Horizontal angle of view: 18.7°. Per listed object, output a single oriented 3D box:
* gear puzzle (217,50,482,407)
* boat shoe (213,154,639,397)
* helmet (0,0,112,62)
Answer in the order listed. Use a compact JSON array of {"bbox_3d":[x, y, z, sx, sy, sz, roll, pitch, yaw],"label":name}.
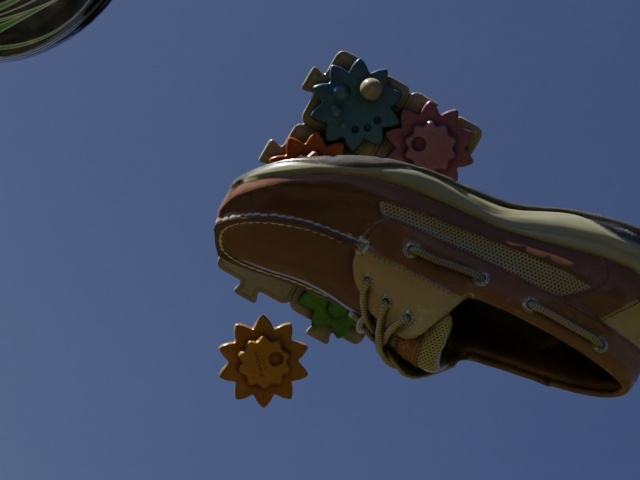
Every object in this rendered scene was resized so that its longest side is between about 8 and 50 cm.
[{"bbox_3d":[0.000,0.000,1.814,0.175,0.339,0.044,30,3,-4],"label":"gear puzzle"},{"bbox_3d":[0.079,0.030,1.344,0.324,0.120,0.122,11,-31,13],"label":"boat shoe"},{"bbox_3d":[-0.182,-0.174,1.052,0.169,0.161,0.169,40,-15,13],"label":"helmet"}]
